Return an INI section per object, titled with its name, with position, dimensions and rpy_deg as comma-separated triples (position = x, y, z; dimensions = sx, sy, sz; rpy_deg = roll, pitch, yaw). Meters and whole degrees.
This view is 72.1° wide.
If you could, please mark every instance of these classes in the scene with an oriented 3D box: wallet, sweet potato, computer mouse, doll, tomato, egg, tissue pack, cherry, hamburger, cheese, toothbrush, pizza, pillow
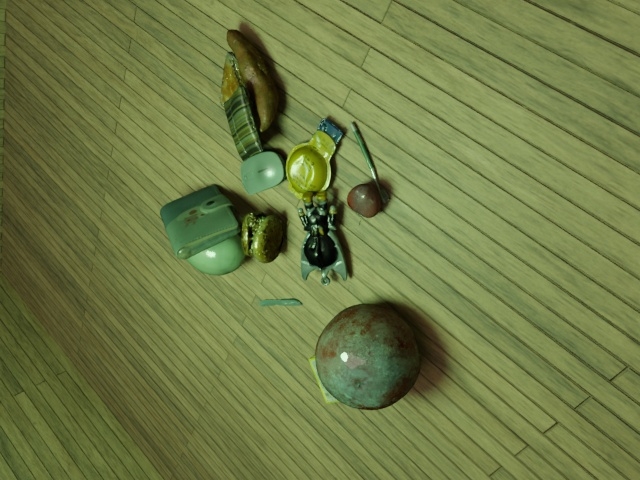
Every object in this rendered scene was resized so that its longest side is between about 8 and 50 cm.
[wallet]
position = -0.430, -0.079, 1.564
dimensions = 0.360, 0.252, 0.083
rpy_deg = 46, 160, 50
[sweet potato]
position = -0.200, -0.516, 1.404
dimensions = 0.095, 0.106, 0.355
rpy_deg = -30, 79, 64
[computer mouse]
position = -0.209, -0.233, 1.518
dimensions = 0.231, 0.079, 0.128
rpy_deg = -14, 93, 41
[doll]
position = -0.004, 0.000, 1.418
dimensions = 0.145, 0.103, 0.316
rpy_deg = -10, 112, -6
[tomato]
position = 0.143, 0.350, 1.332
dimensions = 0.316, 0.282, 0.317
rpy_deg = 4, 110, 12
[egg]
position = -0.408, 0.024, 1.658
dimensions = 0.282, 0.203, 0.203
rpy_deg = 21, 116, 26
[tissue pack]
position = 0.039, 0.486, 1.579
dimensions = 0.095, 0.062, 0.176
rpy_deg = -22, 91, 36
[cherry]
position = 0.134, -0.118, 1.295
dimensions = 0.106, 0.087, 0.126
rpy_deg = 43, 154, -7
[hamburger]
position = -0.191, -0.019, 1.520
dimensions = 0.113, 0.185, 0.177
rpy_deg = 14, 151, 35
[cheese]
position = -0.024, -0.248, 1.382
dimensions = 0.177, 0.069, 0.270
rpy_deg = 43, 122, 16
[toothbrush]
position = 0.144, -0.231, 1.299
dimensions = 0.024, 0.018, 0.257
rpy_deg = -25, 90, 35
[pizza]
position = -0.286, -0.535, 1.488
dimensions = 0.185, 0.052, 0.195
rpy_deg = 16, 118, 39
[pillow]
position = -0.256, -0.373, 1.439
dimensions = 0.208, 0.052, 0.212
rpy_deg = 0, 110, 63

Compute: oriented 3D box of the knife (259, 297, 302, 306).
[knife]
position = -0.154, 0.235, 1.665
dimensions = 0.210, 0.015, 0.028
rpy_deg = -8, 93, 36
